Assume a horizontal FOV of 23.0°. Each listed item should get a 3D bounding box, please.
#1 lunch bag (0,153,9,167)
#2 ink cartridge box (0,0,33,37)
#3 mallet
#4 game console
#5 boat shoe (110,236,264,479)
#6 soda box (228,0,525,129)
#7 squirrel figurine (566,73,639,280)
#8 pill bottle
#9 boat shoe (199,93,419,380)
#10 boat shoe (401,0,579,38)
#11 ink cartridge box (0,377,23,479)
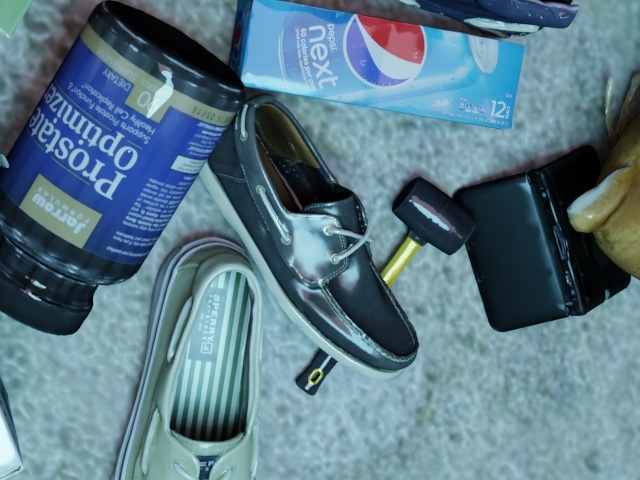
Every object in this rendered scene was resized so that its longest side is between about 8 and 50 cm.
[{"bbox_3d":[-0.347,-0.063,1.023,0.279,0.224,0.108,-6,110,-10],"label":"lunch bag"},{"bbox_3d":[-0.287,-0.223,1.074,0.209,0.062,0.109,33,58,-14],"label":"ink cartridge box"},{"bbox_3d":[0.052,0.045,1.218,0.062,0.039,0.190,29,94,-8],"label":"mallet"},{"bbox_3d":[0.178,-0.002,1.250,0.107,0.071,0.122,-27,104,-39],"label":"game console"},{"bbox_3d":[-0.097,0.149,1.165,0.109,0.094,0.302,2,96,-13],"label":"boat shoe"},{"bbox_3d":[0.040,-0.132,1.173,0.210,0.071,0.067,8,95,-13],"label":"soda box"},{"bbox_3d":[0.345,-0.102,1.089,0.281,0.397,0.370,34,102,-24],"label":"squirrel figurine"},{"bbox_3d":[-0.156,-0.047,1.105,0.123,0.123,0.219,30,103,-14],"label":"pill bottle"},{"bbox_3d":[0.000,0.000,1.148,0.233,0.079,0.084,55,40,-2],"label":"boat shoe"},{"bbox_3d":[0.043,-0.246,1.115,0.340,0.158,0.127,20,92,-14],"label":"boat shoe"},{"bbox_3d":[-0.272,0.079,1.058,0.093,0.212,0.154,-22,101,-9],"label":"ink cartridge box"}]
